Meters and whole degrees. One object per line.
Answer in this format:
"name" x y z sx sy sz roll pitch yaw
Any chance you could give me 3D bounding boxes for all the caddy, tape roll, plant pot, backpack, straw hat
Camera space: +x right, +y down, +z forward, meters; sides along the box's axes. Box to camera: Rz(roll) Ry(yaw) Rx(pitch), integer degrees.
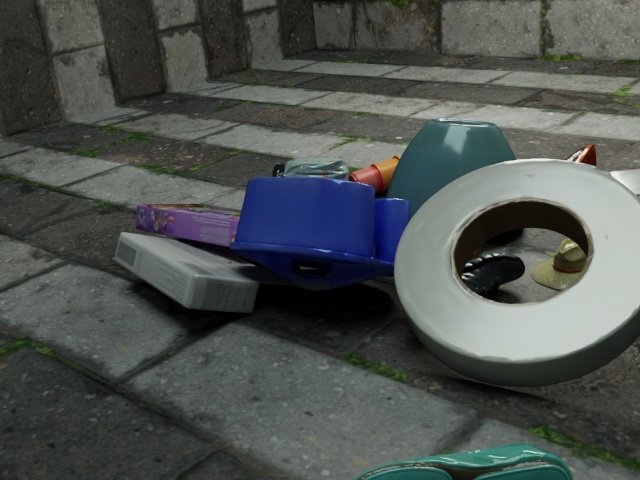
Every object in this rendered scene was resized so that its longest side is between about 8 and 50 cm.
"caddy" 0.000 0.000 1.333 0.341 0.179 0.241 5 -8 41
"tape roll" 0.305 0.034 1.139 0.392 0.072 0.392 -13 47 14
"plant pot" 0.284 -0.147 1.556 0.290 0.195 0.290 3 15 -1
"backpack" -0.023 -0.141 1.792 0.182 0.115 0.152 -4 20 -2
"straw hat" 0.446 0.030 1.340 0.144 0.061 0.144 -5 23 2

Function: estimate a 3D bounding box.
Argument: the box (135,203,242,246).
"box" -0.211 -0.034 1.581 0.293 0.057 0.201 10 8 32

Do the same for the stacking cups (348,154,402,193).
"stacking cups" 0.222 -0.174 1.848 0.316 0.096 0.096 -20 26 -12

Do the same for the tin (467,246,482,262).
"tin" 0.243 -0.004 1.505 0.106 0.040 0.190 -19 26 -18

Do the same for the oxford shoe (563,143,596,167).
"oxford shoe" 0.558 -0.155 1.710 0.098 0.097 0.271 3 24 35

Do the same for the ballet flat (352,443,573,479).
"ballet flat" 0.150 0.274 0.841 0.247 0.083 0.087 -6 -1 0

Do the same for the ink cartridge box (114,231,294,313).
"ink cartridge box" -0.206 0.061 1.426 0.261 0.066 0.296 8 9 -41

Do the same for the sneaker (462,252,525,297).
"sneaker" 0.252 0.088 1.269 0.224 0.083 0.098 -9 51 -14

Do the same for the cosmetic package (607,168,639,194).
"cosmetic package" 0.619 0.026 1.179 0.230 0.161 0.453 -4 24 8

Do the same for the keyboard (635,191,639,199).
"keyboard" 0.580 -0.056 1.151 0.108 0.023 0.180 -25 28 -22
